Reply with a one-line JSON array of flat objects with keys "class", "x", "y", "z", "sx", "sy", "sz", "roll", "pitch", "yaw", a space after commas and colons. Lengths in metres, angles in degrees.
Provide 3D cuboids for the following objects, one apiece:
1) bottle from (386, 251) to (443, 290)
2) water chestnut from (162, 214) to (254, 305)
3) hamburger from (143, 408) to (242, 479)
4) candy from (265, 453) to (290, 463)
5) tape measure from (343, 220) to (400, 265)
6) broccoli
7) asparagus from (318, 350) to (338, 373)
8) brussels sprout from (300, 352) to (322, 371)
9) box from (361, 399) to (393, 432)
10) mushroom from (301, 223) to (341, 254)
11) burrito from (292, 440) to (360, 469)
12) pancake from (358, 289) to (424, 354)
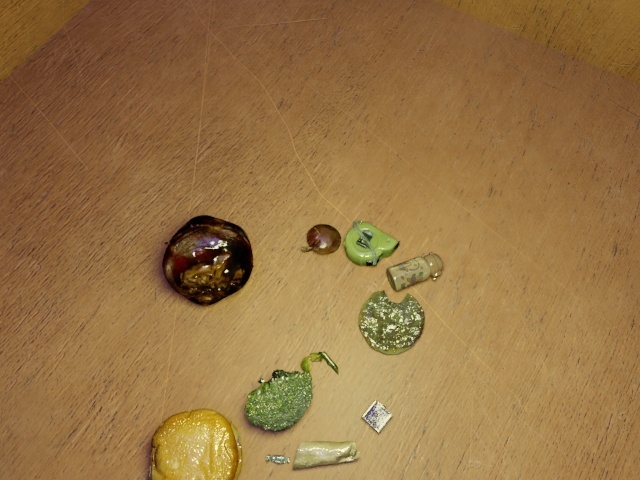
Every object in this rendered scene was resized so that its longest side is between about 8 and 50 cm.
[{"class": "bottle", "x": 0.367, "y": 0.122, "z": 1.768, "sx": 0.209, "sy": 0.097, "sz": 0.110, "roll": -19, "pitch": 80, "yaw": -7}, {"class": "water chestnut", "x": -0.400, "y": 0.092, "z": 1.682, "sx": 0.335, "sy": 0.335, "sz": 0.347, "roll": -23, "pitch": 38, "yaw": -8}, {"class": "hamburger", "x": -0.412, "y": 0.705, "z": 1.505, "sx": 0.314, "sy": 0.170, "sz": 0.290, "roll": -8, "pitch": 64, "yaw": -1}, {"class": "candy", "x": -0.144, "y": 0.740, "z": 1.563, "sx": 0.083, "sy": 0.020, "sz": 0.030, "roll": 9, "pitch": 68, "yaw": 3}, {"class": "tape measure", "x": 0.180, "y": 0.013, "z": 1.812, "sx": 0.200, "sy": 0.106, "sz": 0.175, "roll": 37, "pitch": 70, "yaw": 17}, {"class": "broccoli", "x": -0.132, "y": 0.532, "z": 1.573, "sx": 0.176, "sy": 0.198, "sz": 0.226, "roll": -14, "pitch": 31, "yaw": 31}, {"class": "asparagus", "x": 0.035, "y": 0.441, "z": 1.682, "sx": 0.021, "sy": 0.025, "sz": 0.108, "roll": -45, "pitch": 75, "yaw": 6}, {"class": "brussels sprout", "x": -0.034, "y": 0.436, "z": 1.674, "sx": 0.083, "sy": 0.046, "sz": 0.051, "roll": -37, "pitch": 66, "yaw": -14}, {"class": "box", "x": 0.197, "y": 0.607, "z": 1.602, "sx": 0.079, "sy": 0.035, "sz": 0.083, "roll": 39, "pitch": 74, "yaw": 16}, {"class": "mushroom", "x": 0.000, "y": -0.001, "z": 1.838, "sx": 0.170, "sy": 0.080, "sz": 0.135, "roll": -29, "pitch": 60, "yaw": -14}, {"class": "burrito", "x": 0.018, "y": 0.711, "z": 1.550, "sx": 0.226, "sy": 0.060, "sz": 0.087, "roll": -4, "pitch": 68, "yaw": 0}, {"class": "pancake", "x": 0.263, "y": 0.303, "z": 1.727, "sx": 0.253, "sy": 0.037, "sz": 0.253, "roll": -1, "pitch": 67, "yaw": 2}]
